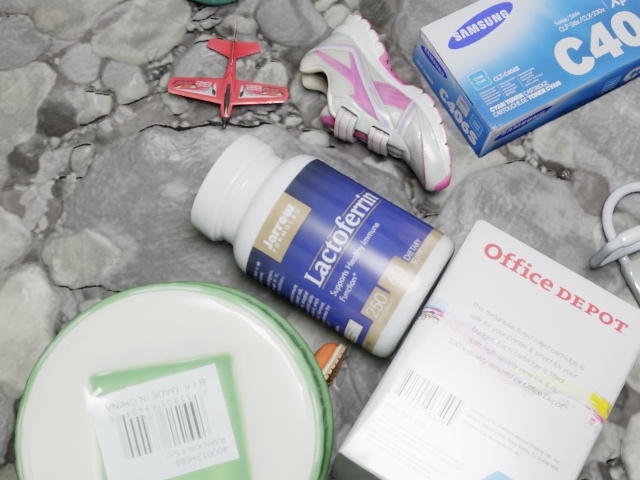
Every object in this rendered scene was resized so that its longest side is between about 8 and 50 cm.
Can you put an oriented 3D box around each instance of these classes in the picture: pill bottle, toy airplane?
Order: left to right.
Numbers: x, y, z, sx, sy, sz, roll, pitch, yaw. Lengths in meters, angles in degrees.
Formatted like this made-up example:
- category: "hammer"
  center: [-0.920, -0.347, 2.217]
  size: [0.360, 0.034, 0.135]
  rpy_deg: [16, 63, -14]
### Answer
- category: "toy airplane"
  center: [-0.115, -0.206, 1.118]
  size: [0.151, 0.028, 0.151]
  rpy_deg: [1, 69, -4]
- category: "pill bottle"
  center: [0.000, 0.000, 0.983]
  size: [0.265, 0.153, 0.153]
  rpy_deg: [31, 71, 9]

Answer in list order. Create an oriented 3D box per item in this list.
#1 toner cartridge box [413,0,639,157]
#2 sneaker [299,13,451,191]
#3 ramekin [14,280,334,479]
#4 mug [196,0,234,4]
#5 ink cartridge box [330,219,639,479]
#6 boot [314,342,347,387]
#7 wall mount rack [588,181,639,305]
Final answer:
- category: "toner cartridge box"
  center: [0.309, -0.257, 1.133]
  size: [0.348, 0.075, 0.165]
  rpy_deg: [-28, 72, -12]
- category: "sneaker"
  center: [0.062, -0.149, 1.076]
  size: [0.111, 0.103, 0.252]
  rpy_deg: [-32, 68, -9]
- category: "ramekin"
  center: [-0.135, 0.180, 0.841]
  size: [0.303, 0.148, 0.303]
  rpy_deg: [0, 80, -3]
- category: "mug"
  center: [-0.141, -0.379, 1.144]
  size: [0.129, 0.097, 0.157]
  rpy_deg: [-19, 71, -9]
- category: "ink cartridge box"
  center: [0.164, 0.162, 0.906]
  size: [0.198, 0.197, 0.270]
  rpy_deg: [31, 71, 9]
- category: "boot"
  center: [-0.041, 0.157, 0.974]
  size: [0.084, 0.059, 0.158]
  rpy_deg: [40, 74, 16]
- category: "wall mount rack"
  center: [0.489, 0.048, 1.000]
  size: [0.304, 0.130, 0.350]
  rpy_deg: [-22, 73, -11]
